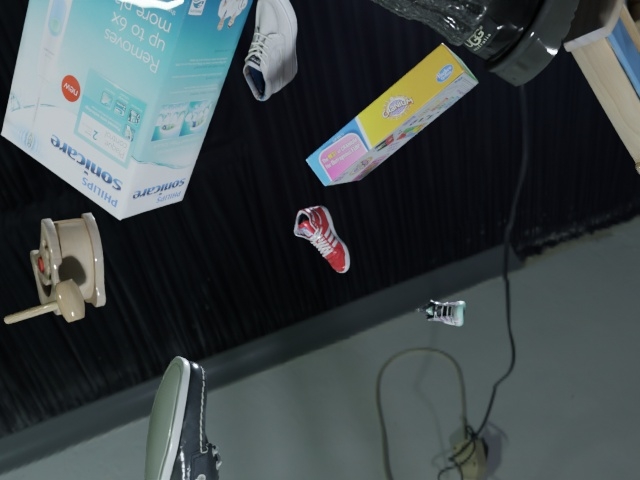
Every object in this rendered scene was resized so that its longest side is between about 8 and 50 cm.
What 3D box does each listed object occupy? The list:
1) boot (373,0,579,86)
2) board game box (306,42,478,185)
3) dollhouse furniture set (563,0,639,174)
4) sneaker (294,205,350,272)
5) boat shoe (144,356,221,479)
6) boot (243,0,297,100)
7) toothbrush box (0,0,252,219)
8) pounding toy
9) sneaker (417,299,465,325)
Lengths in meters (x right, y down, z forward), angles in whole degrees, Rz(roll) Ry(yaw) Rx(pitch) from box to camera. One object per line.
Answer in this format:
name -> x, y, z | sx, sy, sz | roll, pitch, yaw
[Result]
boot -> 0.141, -0.344, 0.712 | 0.260, 0.131, 0.347 | 26, 62, -12
board game box -> 0.143, -0.228, 1.365 | 0.317, 0.064, 0.242 | -39, -5, 18
dollhouse furniture set -> 0.440, -0.253, 0.731 | 0.303, 0.198, 0.286 | -16, 42, 38
sneaker -> 0.000, 0.000, 1.142 | 0.067, 0.042, 0.118 | -7, 67, -52
boat shoe -> -0.174, 0.299, 0.915 | 0.091, 0.302, 0.114 | 10, 4, -24
boot -> -0.119, -0.434, 1.627 | 0.095, 0.258, 0.123 | 24, 58, 24
toothbrush box -> -0.238, -0.210, 0.864 | 0.216, 0.295, 0.126 | 34, 29, 16
pounding toy -> -0.438, 0.042, 1.157 | 0.155, 0.154, 0.270 | -10, 7, -30
sneaker -> 0.183, 0.110, 1.108 | 0.069, 0.098, 0.038 | 9, 76, 3
